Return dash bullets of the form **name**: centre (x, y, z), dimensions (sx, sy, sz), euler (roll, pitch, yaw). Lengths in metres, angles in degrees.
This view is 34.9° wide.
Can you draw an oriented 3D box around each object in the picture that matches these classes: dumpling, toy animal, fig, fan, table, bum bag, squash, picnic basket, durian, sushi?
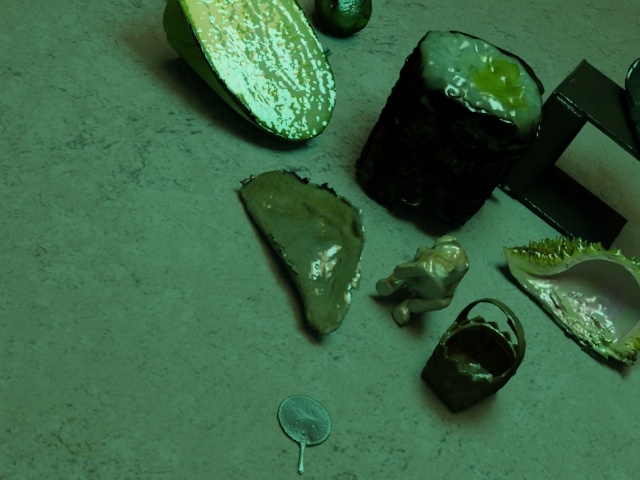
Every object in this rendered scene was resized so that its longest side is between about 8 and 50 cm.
- **dumpling**: centre (-0.002, 0.003, 1.685), dimensions (0.166, 0.086, 0.332), euler (-25, 60, -6)
- **toy animal**: centre (0.215, 0.047, 1.703), dimensions (0.185, 0.184, 0.104), euler (-24, 89, -49)
- **fig**: centre (0.040, -0.506, 2.189), dimensions (0.123, 0.123, 0.156), euler (8, 8, -22)
- **fan**: centre (-0.024, 0.279, 1.471), dimensions (0.085, 0.005, 0.133), euler (19, 43, -13)
- **table**: centre (0.534, -0.156, 2.008), dimensions (0.282, 0.250, 0.196), euler (39, 41, 8)
- **bum bag**: centre (0.646, -0.216, 1.896), dimensions (0.142, 0.080, 0.326), euler (10, 51, -12)
- **squash**: centre (-0.105, -0.330, 1.856), dimensions (0.233, 0.210, 0.309), euler (-31, 64, -31)
- **picnic basket**: centre (0.253, 0.171, 1.595), dimensions (0.137, 0.178, 0.128), euler (-19, 61, -40)
- **durian**: centre (0.498, 0.072, 1.892), dimensions (0.305, 0.185, 0.195), euler (34, 19, 16)
- **sushi**: centre (0.247, -0.210, 1.869), dimensions (0.281, 0.294, 0.299), euler (36, 42, 12)

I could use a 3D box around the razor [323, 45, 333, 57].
- **razor**: centre (-0.049, -0.423, 2.098), dimensions (0.068, 0.037, 0.191), euler (-36, 62, -1)
